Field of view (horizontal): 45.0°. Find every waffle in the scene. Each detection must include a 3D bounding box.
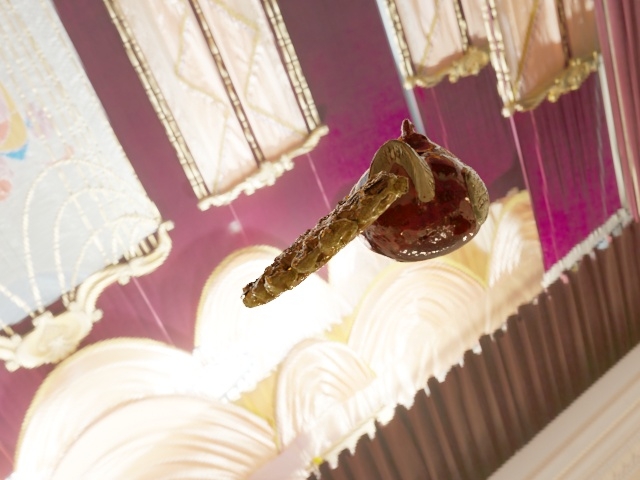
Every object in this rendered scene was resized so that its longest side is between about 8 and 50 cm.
[{"bbox_3d":[0.001,0.002,1.067,0.291,0.051,0.291,-41,-178,2],"label":"waffle"}]

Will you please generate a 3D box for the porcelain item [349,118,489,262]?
[{"bbox_3d":[0.155,-0.089,1.295,0.253,0.253,0.253,-17,-150,10],"label":"porcelain item"}]
